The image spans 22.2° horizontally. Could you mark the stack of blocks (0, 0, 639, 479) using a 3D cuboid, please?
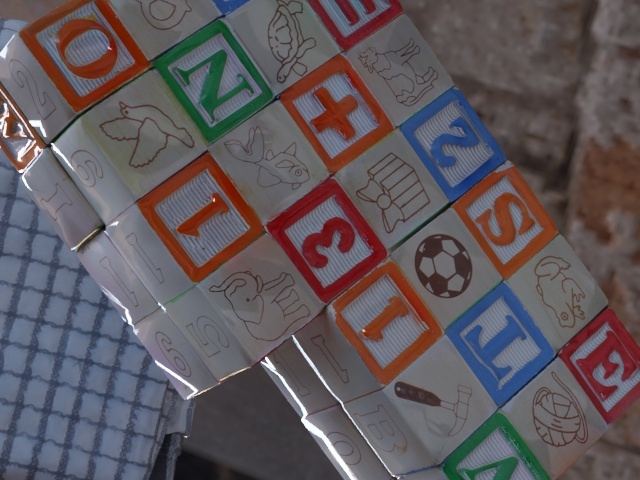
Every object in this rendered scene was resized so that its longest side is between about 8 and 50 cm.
[{"bbox_3d":[0.000,0.000,0.749,0.171,0.297,0.087,-38,5,-30],"label":"stack of blocks"}]

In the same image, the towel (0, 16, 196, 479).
[{"bbox_3d":[-0.180,0.012,1.010,0.121,0.235,0.284,146,135,-81],"label":"towel"}]
